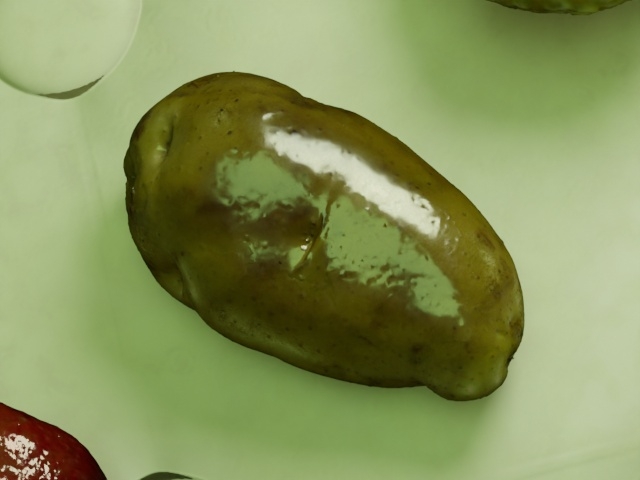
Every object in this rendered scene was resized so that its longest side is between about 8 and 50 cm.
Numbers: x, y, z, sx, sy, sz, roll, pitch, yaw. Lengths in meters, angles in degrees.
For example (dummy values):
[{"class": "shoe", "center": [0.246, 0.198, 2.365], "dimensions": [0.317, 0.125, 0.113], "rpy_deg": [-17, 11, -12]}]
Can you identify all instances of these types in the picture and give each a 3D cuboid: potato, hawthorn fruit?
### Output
[{"class": "potato", "center": [0.000, 0.000, 1.609], "dimensions": [0.369, 0.176, 0.195], "rpy_deg": [28, 52, 11]}, {"class": "hawthorn fruit", "center": [-0.251, 0.226, 1.564], "dimensions": [0.251, 0.189, 0.189], "rpy_deg": [14, 75, 0]}]

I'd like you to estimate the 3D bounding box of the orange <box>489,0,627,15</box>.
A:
[{"class": "orange", "center": [0.232, -0.349, 1.646], "dimensions": [0.271, 0.210, 0.368], "rpy_deg": [-9, 69, 29]}]
